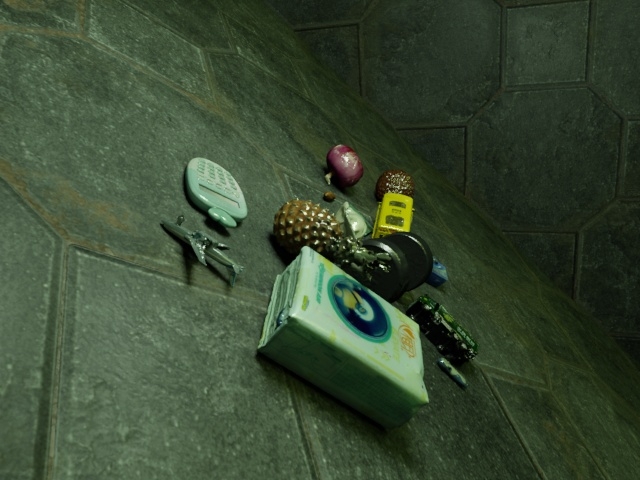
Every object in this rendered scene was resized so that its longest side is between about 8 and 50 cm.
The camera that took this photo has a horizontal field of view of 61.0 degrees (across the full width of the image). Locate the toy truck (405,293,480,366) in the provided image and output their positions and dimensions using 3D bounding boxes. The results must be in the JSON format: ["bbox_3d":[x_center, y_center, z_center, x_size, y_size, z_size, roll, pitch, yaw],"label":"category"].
[{"bbox_3d":[0.400,0.291,1.785,0.259,0.088,0.121,47,26,6],"label":"toy truck"}]

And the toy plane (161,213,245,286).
[{"bbox_3d":[-0.270,0.014,1.258,0.226,0.058,0.226,42,9,-3],"label":"toy plane"}]

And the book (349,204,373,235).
[{"bbox_3d":[0.142,-0.079,2.068,0.135,0.017,0.103,47,25,7],"label":"book"}]

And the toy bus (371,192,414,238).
[{"bbox_3d":[0.270,-0.069,2.006,0.144,0.152,0.330,11,32,6],"label":"toy bus"}]

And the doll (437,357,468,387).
[{"bbox_3d":[0.411,0.410,1.682,0.125,0.027,0.037,43,17,-1],"label":"doll"}]

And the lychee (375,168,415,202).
[{"bbox_3d":[0.331,-0.216,2.395,0.188,0.188,0.188,34,26,-19],"label":"lychee"}]

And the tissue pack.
[{"bbox_3d":[0.062,0.227,1.293,0.388,0.162,0.287,35,29,-16],"label":"tissue pack"}]

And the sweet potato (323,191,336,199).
[{"bbox_3d":[0.034,-0.165,2.028,0.034,0.034,0.095,52,15,19],"label":"sweet potato"}]

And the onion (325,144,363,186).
[{"bbox_3d":[0.092,-0.297,2.181,0.177,0.153,0.177,-15,90,-75],"label":"onion"}]

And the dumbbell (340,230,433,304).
[{"bbox_3d":[0.214,0.084,1.697,0.204,0.204,0.322,50,25,14],"label":"dumbbell"}]

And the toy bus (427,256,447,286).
[{"bbox_3d":[0.390,0.095,2.090,0.236,0.079,0.094,28,30,-29],"label":"toy bus"}]

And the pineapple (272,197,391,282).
[{"bbox_3d":[0.023,0.012,1.468,0.175,0.175,0.361,12,18,-49],"label":"pineapple"}]

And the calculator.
[{"bbox_3d":[-0.286,-0.131,1.485,0.184,0.042,0.295,26,27,-33],"label":"calculator"}]

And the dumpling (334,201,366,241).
[{"bbox_3d":[0.102,-0.027,1.811,0.181,0.111,0.155,42,26,-33],"label":"dumpling"}]
